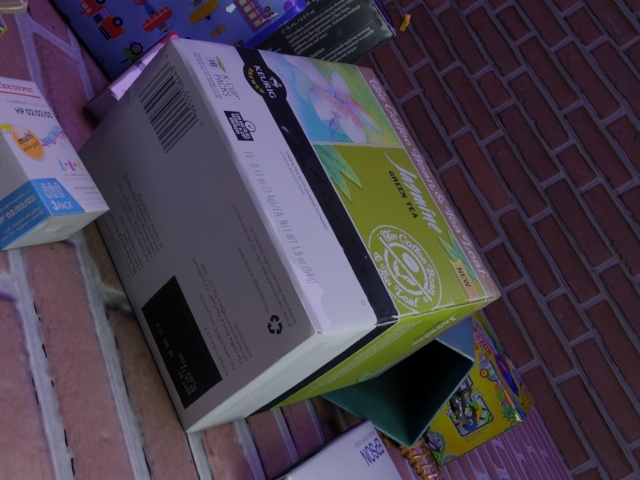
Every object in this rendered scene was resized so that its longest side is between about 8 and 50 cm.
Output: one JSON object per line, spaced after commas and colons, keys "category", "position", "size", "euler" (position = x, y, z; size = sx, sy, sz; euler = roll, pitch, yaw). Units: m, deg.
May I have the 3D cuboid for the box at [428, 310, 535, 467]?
{"category": "box", "position": [0.257, 0.249, 1.637], "size": [0.279, 0.177, 0.290], "euler": [60, 14, 12]}

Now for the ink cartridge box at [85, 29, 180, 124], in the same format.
{"category": "ink cartridge box", "position": [-0.206, -0.175, 1.068], "size": [0.109, 0.063, 0.150], "euler": [52, 45, -20]}

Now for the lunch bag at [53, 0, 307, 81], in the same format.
{"category": "lunch bag", "position": [-0.179, -0.339, 1.152], "size": [0.221, 0.293, 0.138], "euler": [54, 15, -16]}

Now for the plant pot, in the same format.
{"category": "plant pot", "position": [0.113, 0.130, 1.202], "size": [0.165, 0.166, 0.234], "euler": [31, 26, -1]}

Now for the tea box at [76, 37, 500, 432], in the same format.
{"category": "tea box", "position": [-0.034, -0.012, 0.923], "size": [0.323, 0.220, 0.329], "euler": [-6, 63, -51]}

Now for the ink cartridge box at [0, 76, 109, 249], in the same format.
{"category": "ink cartridge box", "position": [-0.280, -0.087, 0.759], "size": [0.181, 0.061, 0.104], "euler": [58, 14, 3]}

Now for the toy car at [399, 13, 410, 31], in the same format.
{"category": "toy car", "position": [0.125, -0.437, 1.557], "size": [0.060, 0.040, 0.122], "euler": [3, 63, -19]}

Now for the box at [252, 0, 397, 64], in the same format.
{"category": "box", "position": [-0.091, -0.419, 1.511], "size": [0.313, 0.343, 0.179], "euler": [54, 15, -21]}

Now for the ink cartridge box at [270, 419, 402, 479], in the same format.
{"category": "ink cartridge box", "position": [0.073, 0.384, 0.954], "size": [0.330, 0.071, 0.324], "euler": [59, 14, 10]}

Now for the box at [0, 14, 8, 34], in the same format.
{"category": "box", "position": [-0.375, -0.266, 0.829], "size": [0.169, 0.054, 0.059], "euler": [61, 15, 13]}

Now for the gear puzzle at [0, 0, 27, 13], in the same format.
{"category": "gear puzzle", "position": [-0.345, -0.236, 0.734], "size": [0.175, 0.044, 0.339], "euler": [-11, 63, -28]}

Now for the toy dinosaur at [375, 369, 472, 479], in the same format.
{"category": "toy dinosaur", "position": [0.113, 0.245, 1.315], "size": [0.218, 0.164, 0.322], "euler": [21, 55, -43]}
